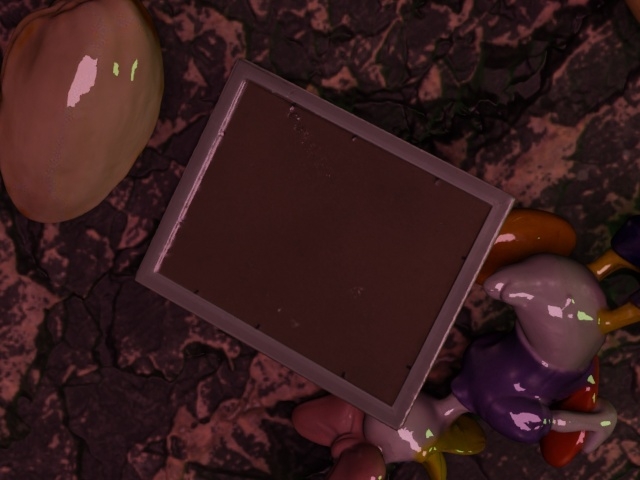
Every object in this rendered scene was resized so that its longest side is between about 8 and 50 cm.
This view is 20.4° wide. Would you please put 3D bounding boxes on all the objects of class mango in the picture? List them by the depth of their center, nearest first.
[{"bbox_3d":[0.183,0.004,1.639,0.114,0.060,0.080,3,135,-17],"label":"mango"}]

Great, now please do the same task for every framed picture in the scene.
[{"bbox_3d":[0.000,0.000,1.585,0.296,0.019,0.232,29,97,20],"label":"framed picture"}]

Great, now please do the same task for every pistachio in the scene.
[{"bbox_3d":[-0.213,-0.122,1.555,0.144,0.144,0.215,18,111,-7],"label":"pistachio"}]

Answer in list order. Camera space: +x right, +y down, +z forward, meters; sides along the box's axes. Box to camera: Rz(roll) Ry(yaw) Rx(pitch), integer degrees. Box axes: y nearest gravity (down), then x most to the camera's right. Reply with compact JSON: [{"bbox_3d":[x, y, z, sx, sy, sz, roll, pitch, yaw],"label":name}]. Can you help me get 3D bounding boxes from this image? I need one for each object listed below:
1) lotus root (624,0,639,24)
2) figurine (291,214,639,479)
[{"bbox_3d":[0.321,-0.267,1.545,0.160,0.146,0.284,-38,102,-34],"label":"lotus root"},{"bbox_3d":[0.172,0.118,1.598,0.421,0.154,0.193,-38,127,20],"label":"figurine"}]
